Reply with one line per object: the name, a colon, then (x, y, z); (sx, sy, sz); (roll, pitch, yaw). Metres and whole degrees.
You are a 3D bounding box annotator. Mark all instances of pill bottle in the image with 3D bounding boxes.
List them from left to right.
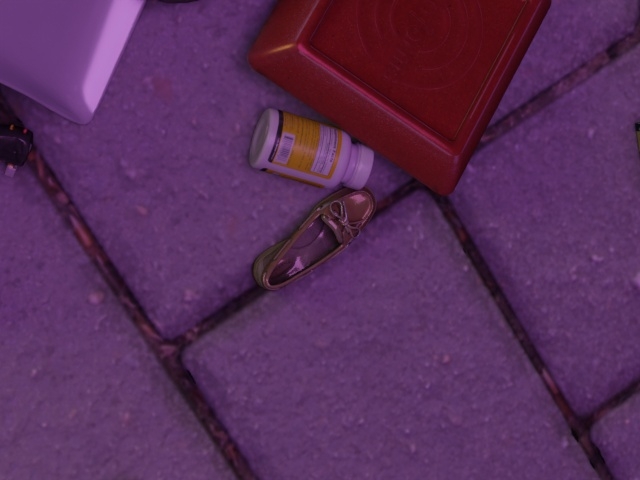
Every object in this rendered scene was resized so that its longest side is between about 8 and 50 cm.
pill bottle: (-0.008, -0.088, 1.484); (0.116, 0.065, 0.065); (16, 91, -17)

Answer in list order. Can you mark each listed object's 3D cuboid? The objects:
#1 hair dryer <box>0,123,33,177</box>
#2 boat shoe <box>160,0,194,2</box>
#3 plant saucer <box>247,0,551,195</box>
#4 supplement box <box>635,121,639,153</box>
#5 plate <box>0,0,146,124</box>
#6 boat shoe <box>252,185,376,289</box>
hair dryer: (-0.426, -0.043, 1.362); (0.294, 0.080, 0.223); (19, 91, -17)
boat shoe: (-0.049, -0.369, 1.426); (0.355, 0.132, 0.130); (-40, 79, -9)
plant saucer: (0.095, -0.219, 1.485); (0.259, 0.048, 0.258); (33, 76, -17)
supplement box: (0.390, -0.091, 1.588); (0.056, 0.083, 0.083); (-14, 100, -15)
plate: (-0.245, -0.270, 1.335); (0.277, 0.045, 0.278); (25, 88, -62)
boat shoe: (-0.002, -0.001, 1.504); (0.153, 0.048, 0.056); (-35, 104, -10)
